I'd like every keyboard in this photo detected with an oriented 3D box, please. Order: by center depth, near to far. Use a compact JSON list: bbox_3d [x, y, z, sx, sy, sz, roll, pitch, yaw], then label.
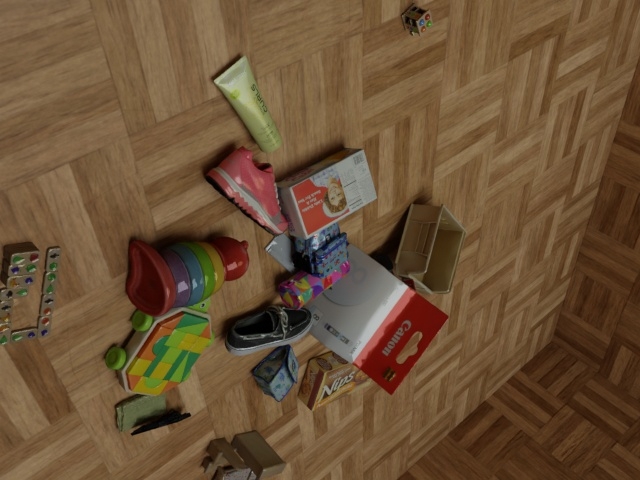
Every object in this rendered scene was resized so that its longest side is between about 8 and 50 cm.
[{"bbox_3d":[-0.447,0.509,1.874,0.100,0.038,0.192,-27,166,25],"label":"keyboard"},{"bbox_3d":[-0.083,0.054,1.942,0.072,0.014,0.256,-54,146,-8],"label":"keyboard"}]

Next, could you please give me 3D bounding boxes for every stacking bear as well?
[{"bbox_3d":[-0.299,0.068,1.594,0.289,0.164,0.176,-19,133,-44],"label":"stacking bear"}]

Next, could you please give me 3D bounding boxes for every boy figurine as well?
[{"bbox_3d":[0.214,0.171,2.291,0.177,0.092,0.285,-15,139,-3],"label":"boy figurine"}]

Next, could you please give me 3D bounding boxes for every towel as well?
[{"bbox_3d":[-0.494,0.463,1.814,0.148,0.027,0.110,-20,133,-37],"label":"towel"}]

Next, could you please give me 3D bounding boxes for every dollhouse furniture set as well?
[{"bbox_3d":[-0.289,0.858,2.259,0.303,0.173,0.356,8,114,-50],"label":"dollhouse furniture set"}]

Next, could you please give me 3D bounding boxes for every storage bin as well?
[{"bbox_3d":[0.384,0.036,2.281,0.262,0.123,0.261,35,68,-55],"label":"storage bin"}]

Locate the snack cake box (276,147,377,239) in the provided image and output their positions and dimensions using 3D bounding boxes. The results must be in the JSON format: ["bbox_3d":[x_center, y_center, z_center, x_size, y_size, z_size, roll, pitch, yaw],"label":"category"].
[{"bbox_3d":[0.016,-0.132,1.782,0.264,0.089,0.152,-30,115,-29],"label":"snack cake box"}]

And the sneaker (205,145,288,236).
[{"bbox_3d":[-0.146,-0.118,1.633,0.136,0.116,0.314,-51,145,-4],"label":"sneaker"}]

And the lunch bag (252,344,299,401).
[{"bbox_3d":[-0.131,0.428,2.144,0.151,0.096,0.129,-51,145,-28],"label":"lunch bag"}]

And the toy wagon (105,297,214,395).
[{"bbox_3d":[-0.387,0.250,1.716,0.344,0.068,0.267,-55,145,3],"label":"toy wagon"}]

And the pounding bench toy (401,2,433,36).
[{"bbox_3d":[0.263,-0.573,1.745,0.052,0.065,0.083,-45,144,-10],"label":"pounding bench toy"}]

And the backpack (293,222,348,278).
[{"bbox_3d":[0.000,0.000,1.895,0.158,0.116,0.173,-34,136,-34],"label":"backpack"}]

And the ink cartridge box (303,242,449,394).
[{"bbox_3d":[0.152,0.240,2.040,0.308,0.385,0.091,-54,154,1],"label":"ink cartridge box"}]

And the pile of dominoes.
[{"bbox_3d":[-0.635,0.124,1.353,0.195,0.040,0.251,-9,126,-45],"label":"pile of dominoes"}]

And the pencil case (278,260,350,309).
[{"bbox_3d":[-0.019,0.115,1.972,0.236,0.104,0.105,-34,141,-33],"label":"pencil case"}]

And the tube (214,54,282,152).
[{"bbox_3d":[-0.159,-0.303,1.511,0.240,0.062,0.070,62,30,-47],"label":"tube"}]

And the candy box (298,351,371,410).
[{"bbox_3d":[0.077,0.491,2.428,0.316,0.087,0.183,-11,128,-42],"label":"candy box"}]

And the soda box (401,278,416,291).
[{"bbox_3d":[0.193,0.207,2.198,0.263,0.084,0.092,-11,139,7],"label":"soda box"}]

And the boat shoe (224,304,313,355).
[{"bbox_3d":[-0.141,0.246,1.954,0.306,0.113,0.105,-10,142,-33],"label":"boat shoe"}]
